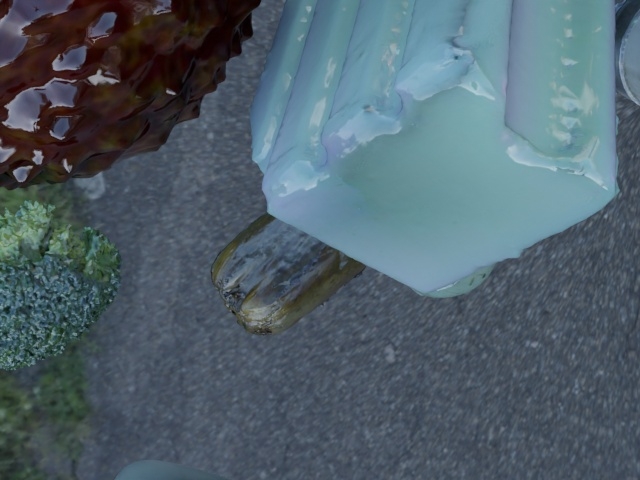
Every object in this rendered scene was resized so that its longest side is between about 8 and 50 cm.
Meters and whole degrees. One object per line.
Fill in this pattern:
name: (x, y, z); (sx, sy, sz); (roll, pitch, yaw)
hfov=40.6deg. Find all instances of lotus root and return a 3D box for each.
lotus root: (0.001, -0.001, 1.245); (0.329, 0.078, 0.167); (-42, 97, -16)

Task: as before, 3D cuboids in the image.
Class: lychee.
lychee: (-0.265, -0.235, 0.681); (0.500, 0.424, 0.424); (-37, 85, 4)

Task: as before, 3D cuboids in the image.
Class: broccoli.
broccoli: (-0.472, 0.042, 1.399); (0.249, 0.375, 0.302); (-26, 84, 39)

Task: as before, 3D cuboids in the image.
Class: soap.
soap: (0.087, -0.190, 0.666); (0.156, 0.446, 0.261); (28, 143, -24)

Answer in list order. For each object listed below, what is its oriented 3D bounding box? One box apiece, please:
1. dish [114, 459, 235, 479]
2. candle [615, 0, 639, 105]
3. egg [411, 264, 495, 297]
dish: (-0.023, 0.201, 0.438); (0.212, 0.151, 0.077); (23, 141, -8)
candle: (0.527, -0.230, 1.119); (0.187, 0.330, 0.187); (-8, 116, -16)
egg: (0.158, 0.008, 1.063); (0.131, 0.164, 0.131); (-4, 83, 37)
